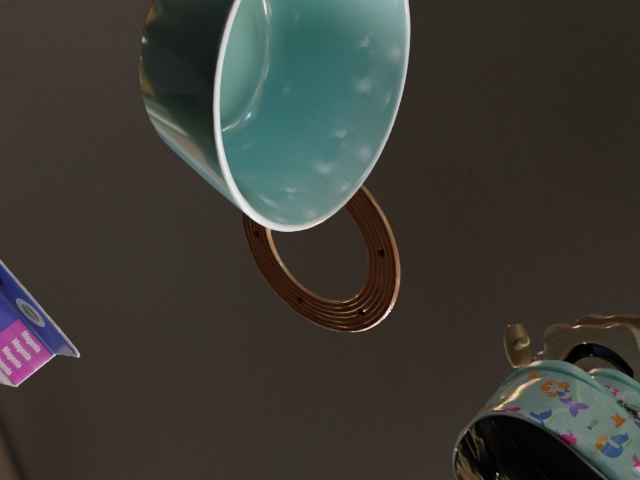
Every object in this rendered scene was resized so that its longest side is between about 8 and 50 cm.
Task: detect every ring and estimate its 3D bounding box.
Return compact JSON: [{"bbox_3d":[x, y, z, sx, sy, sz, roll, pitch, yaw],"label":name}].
[{"bbox_3d":[0.000,0.000,1.760,0.337,0.032,0.336,23,-52,33],"label":"ring"}]

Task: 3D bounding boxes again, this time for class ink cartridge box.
[{"bbox_3d":[-0.467,0.035,1.238,0.330,0.071,0.324,-4,-53,56],"label":"ink cartridge box"}]

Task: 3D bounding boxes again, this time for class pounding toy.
[{"bbox_3d":[0.348,0.187,1.409,0.269,0.155,0.154,-9,-88,57],"label":"pounding toy"}]

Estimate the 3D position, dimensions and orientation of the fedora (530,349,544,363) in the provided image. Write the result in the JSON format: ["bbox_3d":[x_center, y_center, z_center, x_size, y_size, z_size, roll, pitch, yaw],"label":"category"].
[{"bbox_3d":[0.378,0.256,1.597,0.244,0.124,0.275,157,-67,-84],"label":"fedora"}]

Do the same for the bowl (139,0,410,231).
[{"bbox_3d":[-0.060,-0.177,1.047,0.163,0.311,0.311,17,-58,33],"label":"bowl"}]

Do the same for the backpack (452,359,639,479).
[{"bbox_3d":[0.276,0.248,1.115,0.253,0.191,0.225,34,-37,14],"label":"backpack"}]
